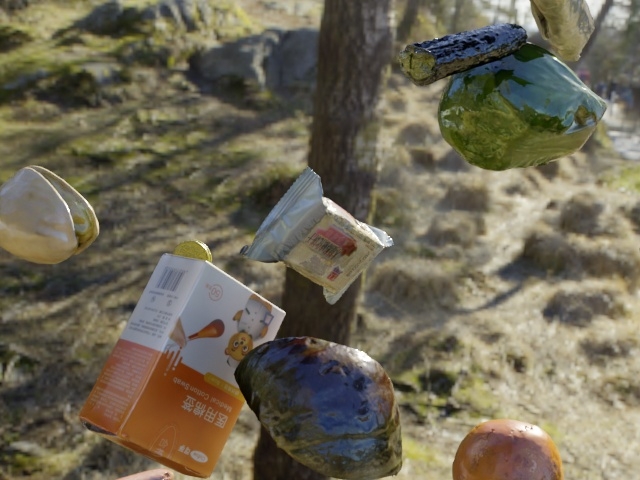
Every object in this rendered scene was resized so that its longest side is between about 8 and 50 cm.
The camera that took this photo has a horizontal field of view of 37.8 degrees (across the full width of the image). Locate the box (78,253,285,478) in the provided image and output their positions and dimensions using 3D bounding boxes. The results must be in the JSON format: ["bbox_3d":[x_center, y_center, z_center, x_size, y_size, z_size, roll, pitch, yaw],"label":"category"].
[{"bbox_3d":[-0.242,0.225,1.668,0.143,0.341,0.225,8,-23,49],"label":"box"}]

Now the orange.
[{"bbox_3d":[0.403,0.503,2.014,0.240,0.240,0.240,3,14,-1],"label":"orange"}]

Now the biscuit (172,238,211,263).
[{"bbox_3d":[-0.259,0.040,1.874,0.084,0.084,0.023,7,5,13],"label":"biscuit"}]

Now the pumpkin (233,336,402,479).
[{"bbox_3d":[0.013,0.264,1.493,0.312,0.148,0.169,20,23,-4],"label":"pumpkin"}]

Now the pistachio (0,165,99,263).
[{"bbox_3d":[-0.421,-0.035,1.391,0.200,0.145,0.117,11,27,44],"label":"pistachio"}]

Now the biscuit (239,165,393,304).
[{"bbox_3d":[-0.003,0.003,1.663,0.079,0.186,0.309,46,7,34],"label":"biscuit"}]

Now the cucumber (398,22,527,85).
[{"bbox_3d":[0.235,-0.294,1.432,0.245,0.067,0.067,-21,25,-27],"label":"cucumber"}]

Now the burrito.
[{"bbox_3d":[0.420,-0.436,1.666,0.105,0.143,0.299,-22,-23,16],"label":"burrito"}]

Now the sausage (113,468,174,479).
[{"bbox_3d":[-0.378,0.506,1.943,0.043,0.043,0.186,16,12,41],"label":"sausage"}]

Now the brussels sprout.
[{"bbox_3d":[0.343,-0.226,1.604,0.271,0.210,0.219,17,32,5],"label":"brussels sprout"}]
